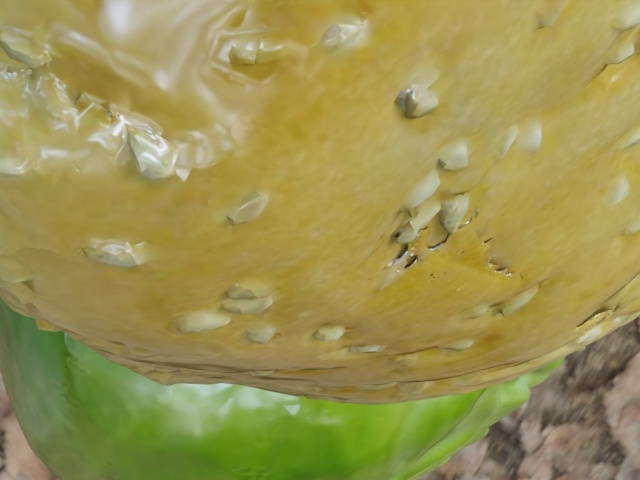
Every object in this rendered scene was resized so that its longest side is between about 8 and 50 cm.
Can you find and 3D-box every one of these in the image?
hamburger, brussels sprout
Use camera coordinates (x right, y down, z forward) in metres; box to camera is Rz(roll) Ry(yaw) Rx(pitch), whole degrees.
[{"bbox_3d":[0.031,-0.070,0.427,0.144,0.283,0.259,41,101,28],"label":"hamburger"},{"bbox_3d":[-0.003,-0.003,0.936,0.355,0.289,0.281,-20,76,-21],"label":"brussels sprout"}]
